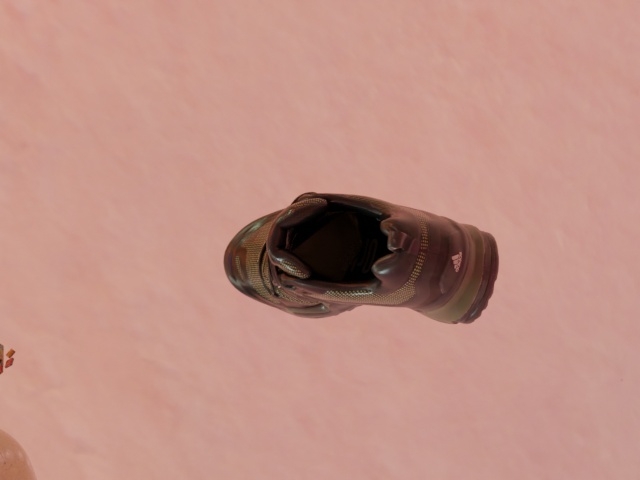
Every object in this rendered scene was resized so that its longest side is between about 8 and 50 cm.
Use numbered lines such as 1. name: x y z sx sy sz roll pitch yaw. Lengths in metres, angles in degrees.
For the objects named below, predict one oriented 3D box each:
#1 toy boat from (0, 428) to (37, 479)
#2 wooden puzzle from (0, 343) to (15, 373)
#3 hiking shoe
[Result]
1. toy boat: -0.352 0.330 0.945 0.148 0.267 0.318 3 108 26
2. wooden puzzle: -0.367 0.142 1.195 0.083 0.006 0.049 -37 33 8
3. hiking shoe: 0.000 0.000 0.702 0.227 0.114 0.086 -1 70 46
